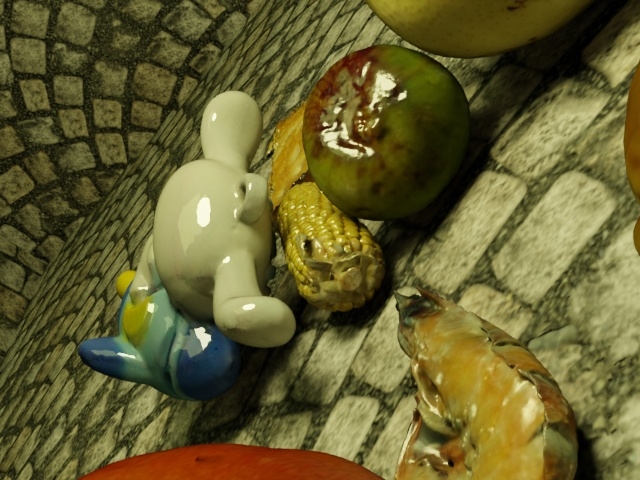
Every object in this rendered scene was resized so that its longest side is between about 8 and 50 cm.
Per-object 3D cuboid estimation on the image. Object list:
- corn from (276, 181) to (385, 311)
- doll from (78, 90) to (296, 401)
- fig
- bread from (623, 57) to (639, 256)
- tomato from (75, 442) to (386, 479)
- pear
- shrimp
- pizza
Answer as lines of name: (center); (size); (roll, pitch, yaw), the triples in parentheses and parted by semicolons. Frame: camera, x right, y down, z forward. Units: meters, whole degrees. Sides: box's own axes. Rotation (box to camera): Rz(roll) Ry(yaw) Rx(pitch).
corn: (0.000, 0.000, 1.106); (0.106, 0.106, 0.293); (-52, 17, 6)
doll: (-0.140, 0.057, 1.151); (0.365, 0.187, 0.376); (-54, 13, 35)
fig: (0.072, -0.114, 1.037); (0.181, 0.181, 0.191); (-46, -9, 22)
bread: (0.270, -0.072, 0.376); (0.279, 0.225, 0.250); (-28, 30, 55)
tomato: (-0.047, 0.267, 0.496); (0.341, 0.273, 0.341); (-17, 47, 19)
pear: (0.169, -0.338, 0.980); (0.309, 0.309, 0.309); (-46, 20, 22)
shrimp: (0.091, 0.130, 0.717); (0.164, 0.062, 0.317); (-54, 21, 10)
pizza: (-0.017, -0.112, 1.380); (0.288, 0.074, 0.251); (-18, 39, 62)
